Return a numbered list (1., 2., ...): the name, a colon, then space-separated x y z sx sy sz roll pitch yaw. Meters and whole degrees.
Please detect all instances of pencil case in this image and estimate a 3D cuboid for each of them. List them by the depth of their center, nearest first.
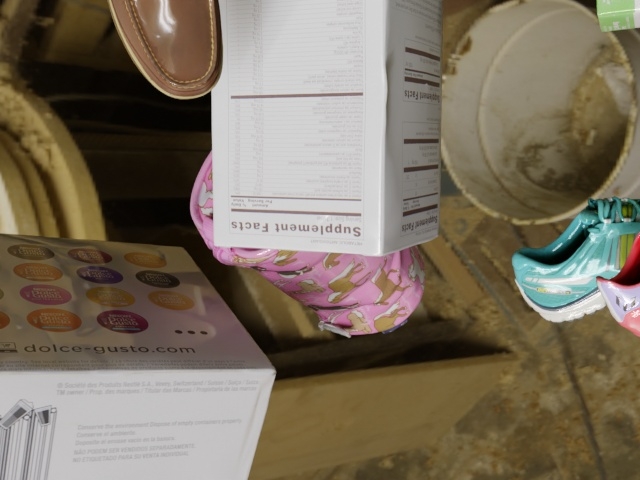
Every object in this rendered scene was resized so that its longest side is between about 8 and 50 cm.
1. pencil case: 0.000 0.000 1.025 0.160 0.386 0.167 -9 67 20

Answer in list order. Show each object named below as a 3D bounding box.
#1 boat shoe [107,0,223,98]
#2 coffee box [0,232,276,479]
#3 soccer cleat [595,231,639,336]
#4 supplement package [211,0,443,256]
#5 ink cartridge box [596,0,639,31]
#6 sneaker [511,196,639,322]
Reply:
1. boat shoe: -0.095 -0.170 0.492 0.060 0.064 0.178 -168 66 -79
2. coffee box: -0.293 0.206 0.942 0.334 0.337 0.338 42 122 57
3. soccer cleat: 0.378 -0.009 0.868 0.248 0.095 0.083 -47 14 -8
4. supplement package: 0.008 -0.118 0.642 0.139 0.134 0.244 4 98 25
5. ink cartridge box: 0.623 -0.486 1.507 0.272 0.114 0.199 -1 87 21
6. sneaker: 0.348 -0.005 0.985 0.275 0.107 0.110 -32 107 18
